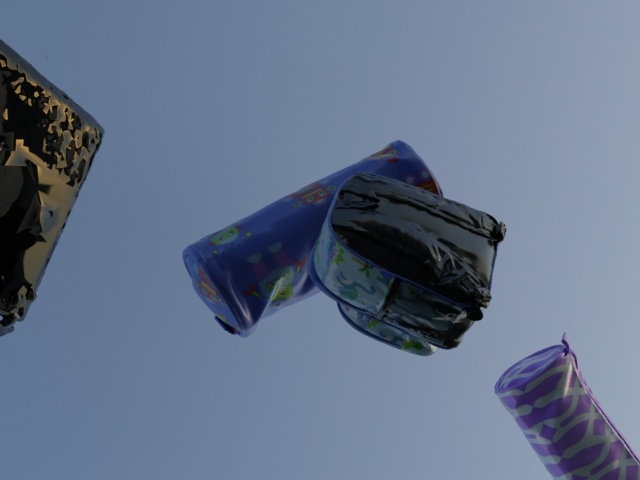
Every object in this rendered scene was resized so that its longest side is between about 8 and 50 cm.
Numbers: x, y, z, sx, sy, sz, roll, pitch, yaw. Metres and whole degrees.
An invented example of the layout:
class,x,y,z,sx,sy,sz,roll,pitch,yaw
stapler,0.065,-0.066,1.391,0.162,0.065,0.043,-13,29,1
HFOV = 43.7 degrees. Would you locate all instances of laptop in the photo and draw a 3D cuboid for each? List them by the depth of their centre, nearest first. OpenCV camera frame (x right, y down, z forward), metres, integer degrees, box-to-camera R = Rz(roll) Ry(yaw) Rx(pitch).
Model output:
class,x,y,z,sx,sy,sz,roll,pitch,yaw
laptop,-0.304,-0.022,0.529,0.264,0.137,0.234,-71,-24,-14

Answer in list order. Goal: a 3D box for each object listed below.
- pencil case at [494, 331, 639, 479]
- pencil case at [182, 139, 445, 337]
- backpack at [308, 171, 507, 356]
class,x,y,z,sx,sy,sz,roll,pitch,yaw
pencil case,0.251,0.194,0.746,0.088,0.086,0.206,-36,-89,28
pencil case,0.000,0.000,0.908,0.306,0.119,0.133,-27,-60,-19
backpack,0.051,0.016,0.533,0.114,0.105,0.084,25,-51,2
